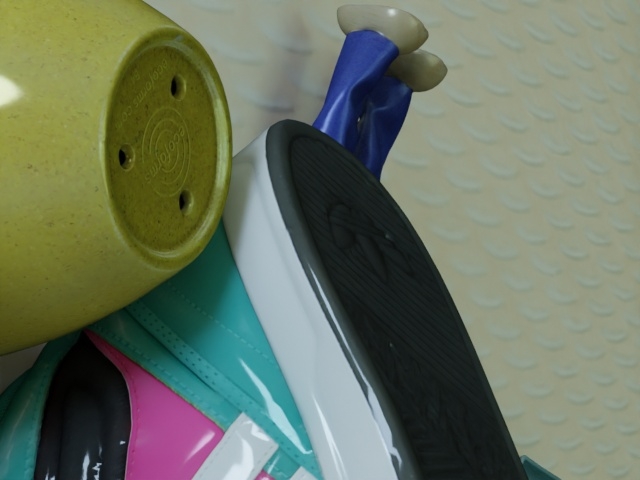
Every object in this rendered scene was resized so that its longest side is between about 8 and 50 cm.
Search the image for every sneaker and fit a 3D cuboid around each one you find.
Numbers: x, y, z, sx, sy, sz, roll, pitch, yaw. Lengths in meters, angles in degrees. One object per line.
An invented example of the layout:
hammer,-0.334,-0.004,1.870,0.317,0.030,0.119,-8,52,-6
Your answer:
sneaker,-0.026,0.125,0.540,0.124,0.178,0.295,26,37,-47

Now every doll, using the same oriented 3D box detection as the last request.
doll,0.000,0.000,0.731,0.129,0.046,0.189,50,55,-64

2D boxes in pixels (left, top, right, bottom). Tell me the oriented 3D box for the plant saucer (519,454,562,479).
plant saucer,0.098,0.214,0.963,0.067,0.018,0.192,37,58,-57

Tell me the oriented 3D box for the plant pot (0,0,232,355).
plant pot,-0.083,-0.026,0.519,0.134,0.095,0.134,-7,98,-61
